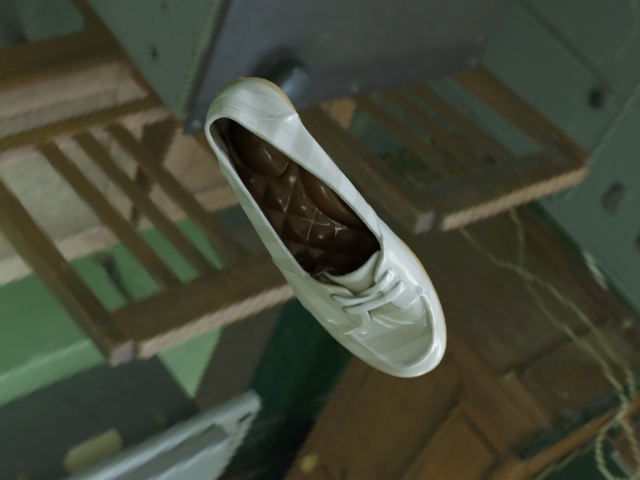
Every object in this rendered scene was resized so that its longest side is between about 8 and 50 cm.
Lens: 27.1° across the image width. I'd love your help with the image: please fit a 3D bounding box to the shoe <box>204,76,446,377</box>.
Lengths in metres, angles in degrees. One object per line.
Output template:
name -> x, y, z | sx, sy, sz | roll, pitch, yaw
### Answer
shoe -> 0.000, 0.000, 0.810 | 0.076, 0.219, 0.058 | -35, -172, 14
